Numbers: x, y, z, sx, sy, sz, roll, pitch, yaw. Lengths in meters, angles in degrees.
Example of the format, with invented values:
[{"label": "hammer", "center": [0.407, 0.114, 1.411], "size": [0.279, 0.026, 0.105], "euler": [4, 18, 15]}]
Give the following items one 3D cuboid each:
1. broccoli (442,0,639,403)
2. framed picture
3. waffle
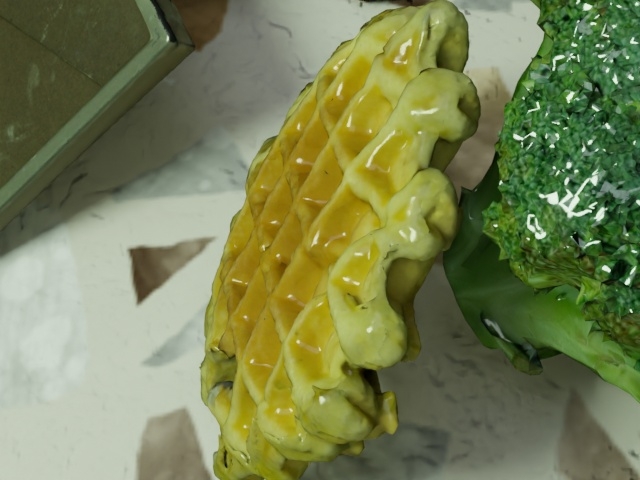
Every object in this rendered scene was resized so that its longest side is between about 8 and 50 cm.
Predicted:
[{"label": "broccoli", "center": [0.180, -0.010, 0.648], "size": [0.275, 0.307, 0.308], "euler": [-28, 53, 36]}, {"label": "framed picture", "center": [-0.224, -0.177, 0.872], "size": [0.247, 0.022, 0.335], "euler": [-39, 64, 27]}, {"label": "waffle", "center": [-0.002, 0.000, 0.706], "size": [0.056, 0.261, 0.250], "euler": [18, 70, -17]}]
